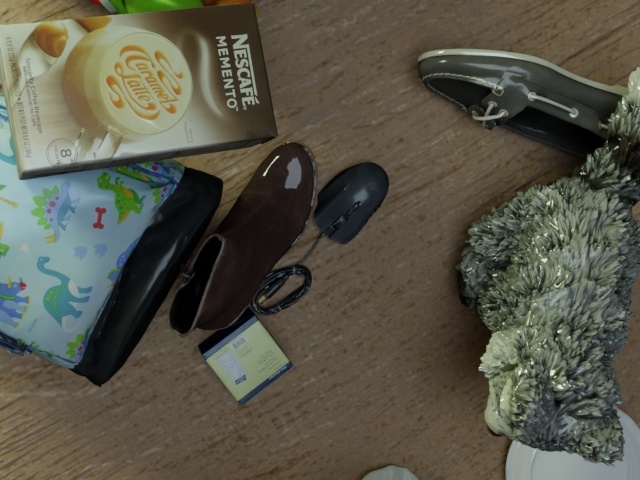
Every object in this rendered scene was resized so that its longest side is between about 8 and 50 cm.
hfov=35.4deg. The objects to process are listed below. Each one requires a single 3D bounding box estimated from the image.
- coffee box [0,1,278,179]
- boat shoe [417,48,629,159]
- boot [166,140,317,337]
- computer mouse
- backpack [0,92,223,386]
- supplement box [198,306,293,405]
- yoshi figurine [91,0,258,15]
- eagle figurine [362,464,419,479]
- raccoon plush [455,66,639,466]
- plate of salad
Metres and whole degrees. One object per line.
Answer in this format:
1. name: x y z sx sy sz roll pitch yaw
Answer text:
1. coffee box: -0.181 -0.148 0.987 0.246 0.098 0.141 -11 92 -19
2. boat shoe: 0.278 -0.161 1.258 0.335 0.112 0.096 11 79 -16
3. boot: -0.084 -0.005 1.154 0.090 0.207 0.248 27 94 6
4. computer mouse: 0.000 0.000 1.263 0.071 0.041 0.242 39 89 -15
5. backpack: -0.331 -0.026 1.102 0.355 0.273 0.290 33 97 -1
6. supplement box: -0.094 0.144 1.254 0.083 0.056 0.083 -37 103 -5
7. yoshi figurine: -0.222 -0.351 1.082 0.362 0.203 0.203 25 91 -17
8. eagle figurine: 0.035 0.448 1.282 0.298 0.225 0.226 -45 61 27
9. raccoon plush: 0.299 0.032 1.150 0.216 0.299 0.446 11 115 -6
10. plate of salad: 0.351 0.310 1.377 0.199 0.048 0.200 0 99 -1
